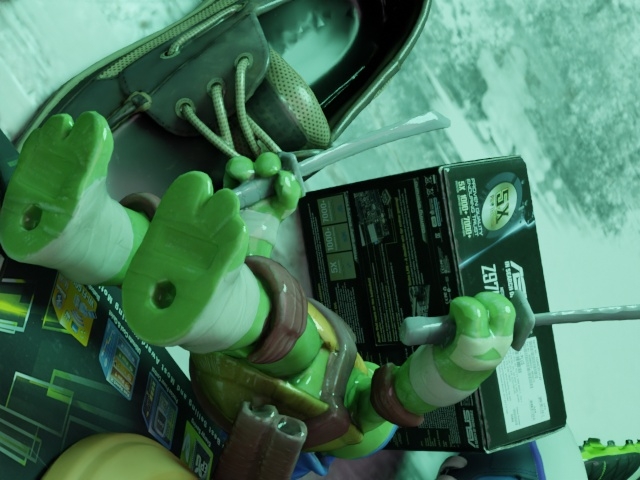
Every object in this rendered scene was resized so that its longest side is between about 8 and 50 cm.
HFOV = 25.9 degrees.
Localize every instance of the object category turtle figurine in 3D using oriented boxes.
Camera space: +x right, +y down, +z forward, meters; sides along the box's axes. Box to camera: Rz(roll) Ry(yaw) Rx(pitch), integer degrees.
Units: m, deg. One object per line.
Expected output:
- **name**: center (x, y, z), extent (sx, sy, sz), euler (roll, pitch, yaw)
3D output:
- **turtle figurine**: center (0.000, 0.000, 0.680), extent (0.266, 0.274, 0.198), euler (30, 30, -54)

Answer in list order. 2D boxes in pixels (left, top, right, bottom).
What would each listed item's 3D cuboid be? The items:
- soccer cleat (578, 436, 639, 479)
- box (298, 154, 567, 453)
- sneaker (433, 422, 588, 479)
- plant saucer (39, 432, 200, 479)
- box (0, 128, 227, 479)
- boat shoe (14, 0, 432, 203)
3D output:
- **soccer cleat**: center (0.232, 0.190, 1.087), extent (0.179, 0.060, 0.072), euler (8, 81, -41)
- **box**: center (0.071, 0.044, 0.917), extent (0.077, 0.147, 0.180), euler (-10, 90, -39)
- **sneaker**: center (0.054, 0.222, 0.898), extent (0.323, 0.236, 0.130), euler (-94, -176, -52)
- **plant saucer**: center (-0.074, 0.185, 0.629), extent (0.200, 0.037, 0.200), euler (-10, 90, -71)
- **box**: center (-0.161, 0.136, 0.614), extent (0.318, 0.097, 0.395), euler (-79, 150, -43)
- **boat shoe**: center (-0.058, -0.081, 0.838), extent (0.132, 0.130, 0.355), euler (52, 57, -21)
